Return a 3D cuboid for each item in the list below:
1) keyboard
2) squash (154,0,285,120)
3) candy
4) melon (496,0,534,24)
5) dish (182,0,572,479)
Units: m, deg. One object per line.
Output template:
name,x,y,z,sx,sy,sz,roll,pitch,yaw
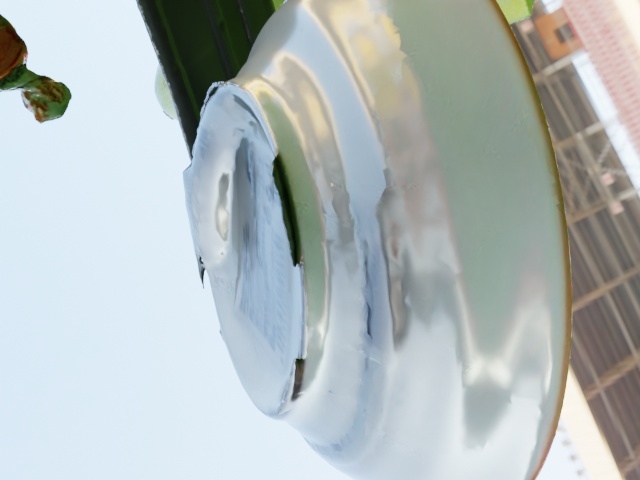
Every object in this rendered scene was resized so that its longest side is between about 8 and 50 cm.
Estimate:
keyboard,-0.021,-0.015,0.626,0.103,0.041,0.381,-46,-54,-37
squash,-0.100,-0.183,1.141,0.123,0.187,0.123,30,-132,-40
candy,-0.384,-0.228,1.119,0.292,0.059,0.086,44,-121,-14
melon,0.122,-0.305,1.007,0.124,0.196,0.323,62,-178,24
dish,0.000,0.000,0.461,0.085,0.260,0.260,-8,-112,-19
